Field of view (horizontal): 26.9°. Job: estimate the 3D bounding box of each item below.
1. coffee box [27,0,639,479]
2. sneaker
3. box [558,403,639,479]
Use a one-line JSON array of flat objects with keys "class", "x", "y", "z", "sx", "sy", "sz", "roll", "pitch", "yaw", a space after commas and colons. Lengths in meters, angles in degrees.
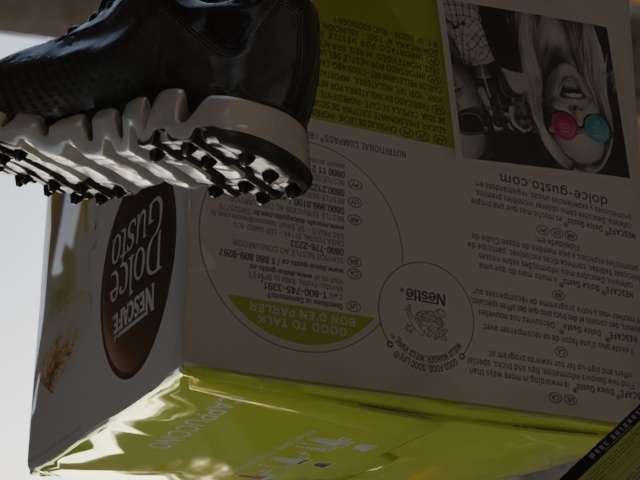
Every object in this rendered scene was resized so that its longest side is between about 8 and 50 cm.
[{"class": "coffee box", "x": 0.000, "y": 0.000, "z": 0.983, "sx": 0.337, "sy": 0.338, "sz": 0.334, "roll": -36, "pitch": 49, "yaw": 57}, {"class": "sneaker", "x": -0.089, "y": -0.075, "z": 0.611, "sx": 0.078, "sy": 0.234, "sz": 0.106, "roll": 34, "pitch": -114, "yaw": -48}, {"class": "box", "x": 0.195, "y": 0.142, "z": 0.599, "sx": 0.087, "sy": 0.058, "sz": 0.232, "roll": -43, "pitch": 18, "yaw": -3}]
